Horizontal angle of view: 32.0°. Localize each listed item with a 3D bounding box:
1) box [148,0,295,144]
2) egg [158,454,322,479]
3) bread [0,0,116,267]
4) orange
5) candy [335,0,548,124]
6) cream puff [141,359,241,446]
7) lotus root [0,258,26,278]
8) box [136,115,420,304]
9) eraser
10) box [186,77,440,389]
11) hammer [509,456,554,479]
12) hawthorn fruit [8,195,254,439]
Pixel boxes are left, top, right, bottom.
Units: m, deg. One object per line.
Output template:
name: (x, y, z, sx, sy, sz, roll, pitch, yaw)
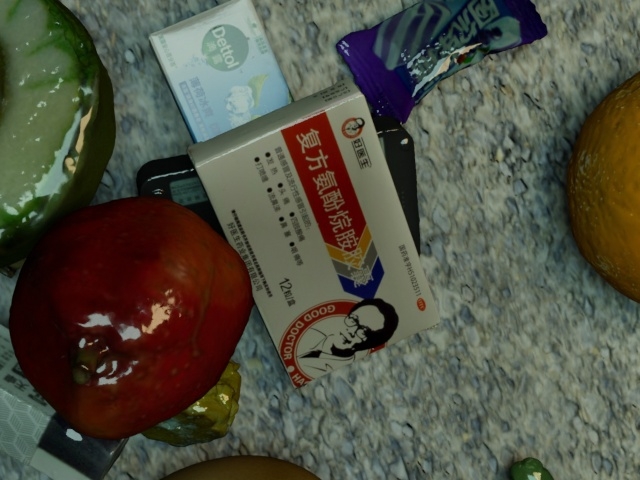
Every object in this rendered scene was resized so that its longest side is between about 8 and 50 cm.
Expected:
box: (-0.119, -0.196, 1.433, 0.139, 0.073, 0.194, -25, 95, -6)
egg: (-0.112, 0.390, 1.364, 0.322, 0.250, 0.250, -2, 92, -2)
bread: (-0.441, -0.144, 1.328, 0.381, 0.129, 0.366, 5, 83, 2)
orange: (0.490, -0.068, 1.429, 0.340, 0.293, 0.341, -1, 94, -9)
candy: (0.159, -0.266, 1.484, 0.275, 0.070, 0.145, -32, 88, -5)
cream puff: (-0.172, 0.190, 1.419, 0.146, 0.146, 0.116, 16, 54, -10)
lotus root: (-0.371, -0.025, 1.403, 0.072, 0.063, 0.152, 15, 90, 0)
box: (-0.047, -0.028, 1.421, 0.350, 0.058, 0.211, -13, 118, -10)
eraser: (-0.416, 0.155, 1.342, 0.404, 0.098, 0.096, 32, 121, 0)
box: (0.000, 0.000, 1.382, 0.214, 0.069, 0.353, -24, 123, -4)
hammer: (0.364, 0.436, 1.523, 0.206, 0.119, 0.335, -37, 90, -7)
hawthorn fruit: (-0.222, 0.093, 1.238, 0.265, 0.307, 0.265, 3, 112, 7)
